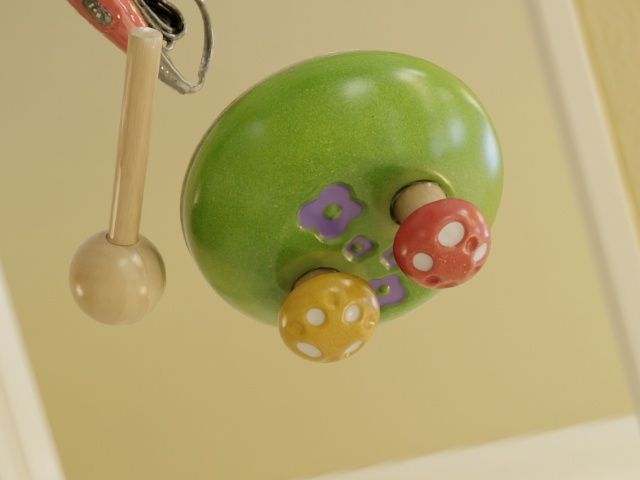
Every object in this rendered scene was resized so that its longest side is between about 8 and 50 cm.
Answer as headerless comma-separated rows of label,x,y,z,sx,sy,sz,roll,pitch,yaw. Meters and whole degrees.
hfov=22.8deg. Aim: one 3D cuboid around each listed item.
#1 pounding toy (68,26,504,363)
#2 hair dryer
pounding toy,0.000,0.000,0.834,0.236,0.183,0.110,5,-145,-23
hair dryer,-0.161,-0.192,0.997,0.080,0.224,0.293,-38,176,24
